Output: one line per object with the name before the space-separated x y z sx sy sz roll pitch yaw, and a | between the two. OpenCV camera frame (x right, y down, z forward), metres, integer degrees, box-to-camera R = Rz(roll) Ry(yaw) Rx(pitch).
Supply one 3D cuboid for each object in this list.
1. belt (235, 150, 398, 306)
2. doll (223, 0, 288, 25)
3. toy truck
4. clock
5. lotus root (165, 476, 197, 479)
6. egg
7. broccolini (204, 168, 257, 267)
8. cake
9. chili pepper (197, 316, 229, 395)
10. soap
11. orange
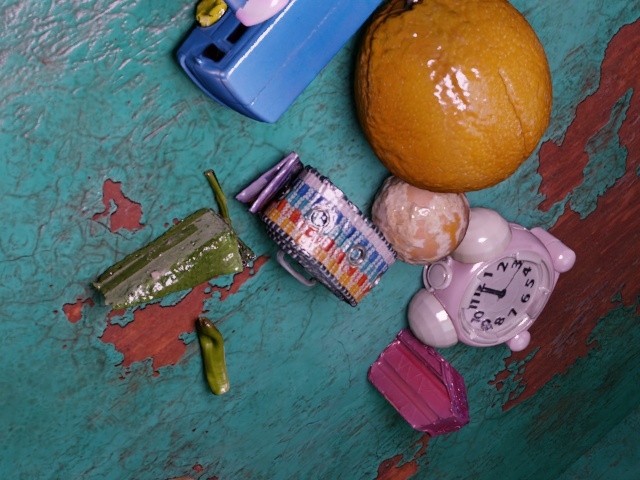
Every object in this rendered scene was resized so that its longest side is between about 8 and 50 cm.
belt | 0.000 0.000 1.373 0.160 0.207 0.295 -47 139 -3
doll | -0.036 -0.442 0.919 0.310 0.284 0.240 -36 139 18
toy truck | -0.033 -0.353 1.125 0.385 0.162 0.161 -48 138 1
clock | 0.378 0.095 1.763 0.326 0.184 0.342 8 110 -36
lotus root | -0.312 0.536 1.620 0.150 0.062 0.073 -7 123 -36
egg | 0.196 -0.047 1.504 0.195 0.195 0.233 -51 154 4
broccolini | -0.165 -0.034 1.352 0.044 0.042 0.218 -32 129 -14
cake | -0.249 0.054 1.293 0.235 0.100 0.099 -34 135 -14
chili pepper | -0.206 0.214 1.478 0.050 0.052 0.201 -49 145 -44
soap | 0.235 0.335 1.766 0.162 0.250 0.099 -45 135 1
orange | 0.213 -0.253 1.283 0.322 0.322 0.357 -41 130 -7
